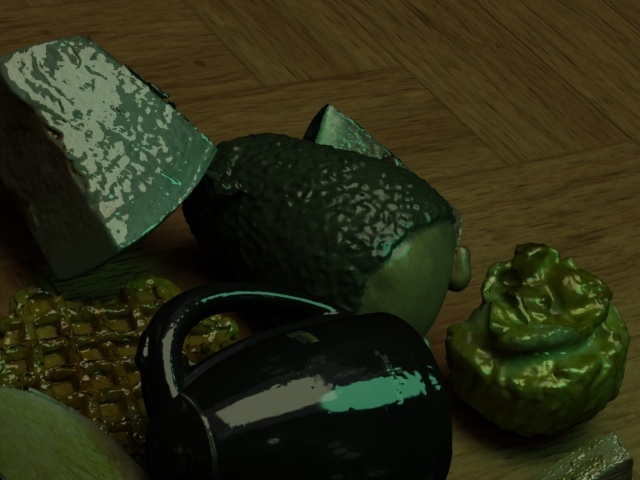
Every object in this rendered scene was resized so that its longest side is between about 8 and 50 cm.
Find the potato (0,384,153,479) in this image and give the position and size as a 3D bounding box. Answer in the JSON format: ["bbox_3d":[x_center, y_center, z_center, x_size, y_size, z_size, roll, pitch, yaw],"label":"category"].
[{"bbox_3d":[-0.259,0.244,1.710,0.239,0.116,0.299,47,8,8],"label":"potato"}]

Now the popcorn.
[{"bbox_3d":[0.249,0.121,2.096,0.204,0.184,0.221,25,41,9],"label":"popcorn"}]

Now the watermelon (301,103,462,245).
[{"bbox_3d":[0.072,-0.052,2.324,0.241,0.154,0.094,29,67,-4],"label":"watermelon"}]

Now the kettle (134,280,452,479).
[{"bbox_3d":[-0.050,0.165,1.854,0.290,0.207,0.268,-7,69,-31],"label":"kettle"}]

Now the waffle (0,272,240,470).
[{"bbox_3d":[-0.215,0.124,1.970,0.291,0.051,0.291,7,40,-6],"label":"waffle"}]

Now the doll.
[{"bbox_3d":[0.000,0.000,2.126,0.349,0.247,0.247,28,36,26],"label":"doll"}]

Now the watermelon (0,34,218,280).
[{"bbox_3d":[-0.284,-0.124,2.066,0.228,0.258,0.387,-39,38,-6],"label":"watermelon"}]

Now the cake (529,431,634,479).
[{"bbox_3d":[0.286,0.257,2.038,0.121,0.065,0.052,-10,41,-24],"label":"cake"}]
